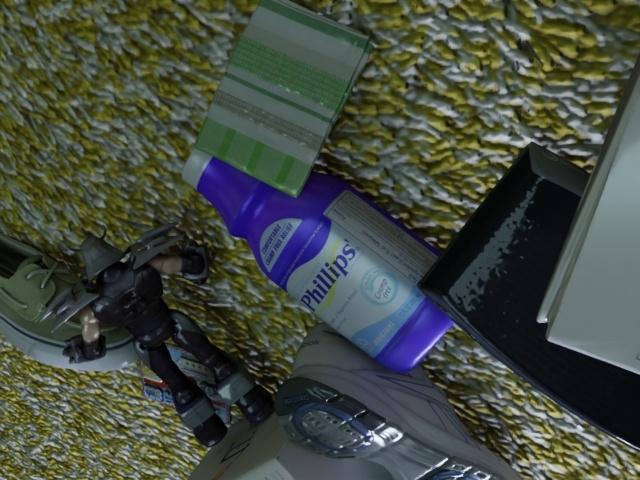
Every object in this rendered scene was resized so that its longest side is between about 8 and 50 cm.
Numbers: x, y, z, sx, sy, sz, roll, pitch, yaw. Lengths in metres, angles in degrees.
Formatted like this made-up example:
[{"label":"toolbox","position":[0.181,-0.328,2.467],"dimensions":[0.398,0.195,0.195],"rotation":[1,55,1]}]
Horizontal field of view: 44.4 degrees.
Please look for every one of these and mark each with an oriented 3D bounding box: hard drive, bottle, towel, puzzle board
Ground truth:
[{"label":"hard drive","position":[0.225,0.058,0.631],"dimensions":[0.255,0.054,0.172],"rotation":[36,104,-2]},{"label":"bottle","position":[0.000,0.000,0.733],"dimensions":[0.283,0.092,0.118],"rotation":[38,124,4]},{"label":"towel","position":[-0.033,-0.127,0.684],"dimensions":[0.113,0.023,0.152],"rotation":[28,96,15]},{"label":"puzzle board","position":[-0.170,0.173,0.967],"dimensions":[0.128,0.011,0.096],"rotation":[12,121,21]}]

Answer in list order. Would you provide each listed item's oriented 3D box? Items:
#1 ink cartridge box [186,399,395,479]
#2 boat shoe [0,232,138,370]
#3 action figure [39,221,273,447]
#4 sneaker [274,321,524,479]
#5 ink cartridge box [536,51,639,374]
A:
[{"label":"ink cartridge box","position":[-0.025,0.280,0.852],"dimensions":[0.171,0.168,0.233],"rotation":[48,128,-5]},{"label":"boat shoe","position":[-0.342,0.066,0.940],"dimensions":[0.302,0.109,0.094],"rotation":[18,121,21]},{"label":"action figure","position":[-0.173,0.098,0.839],"dimensions":[0.185,0.099,0.285],"rotation":[-33,115,0]},{"label":"sneaker","position":[0.095,0.179,0.777],"dimensions":[0.297,0.129,0.111],"rotation":[37,127,-19]},{"label":"ink cartridge box","position":[0.353,-0.006,0.427],"dimensions":[0.395,0.285,0.166],"rotation":[20,122,16]}]
